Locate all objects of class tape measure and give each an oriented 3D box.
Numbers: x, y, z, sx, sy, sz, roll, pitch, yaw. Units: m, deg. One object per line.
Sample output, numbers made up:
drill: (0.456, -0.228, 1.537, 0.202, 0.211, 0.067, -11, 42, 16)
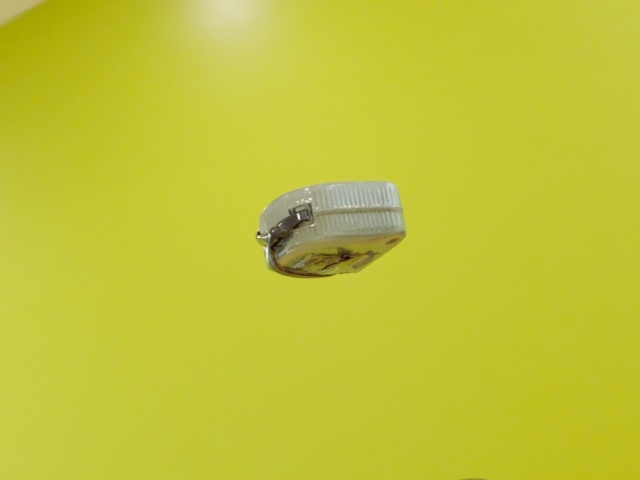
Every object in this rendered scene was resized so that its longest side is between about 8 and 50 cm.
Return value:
tape measure: (0.000, 0.000, 1.754, 0.207, 0.115, 0.235, -6, -15, -24)

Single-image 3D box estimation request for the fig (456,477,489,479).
fig: (0.172, 0.349, 1.301, 0.117, 0.177, 0.117, -6, 5, 1)
